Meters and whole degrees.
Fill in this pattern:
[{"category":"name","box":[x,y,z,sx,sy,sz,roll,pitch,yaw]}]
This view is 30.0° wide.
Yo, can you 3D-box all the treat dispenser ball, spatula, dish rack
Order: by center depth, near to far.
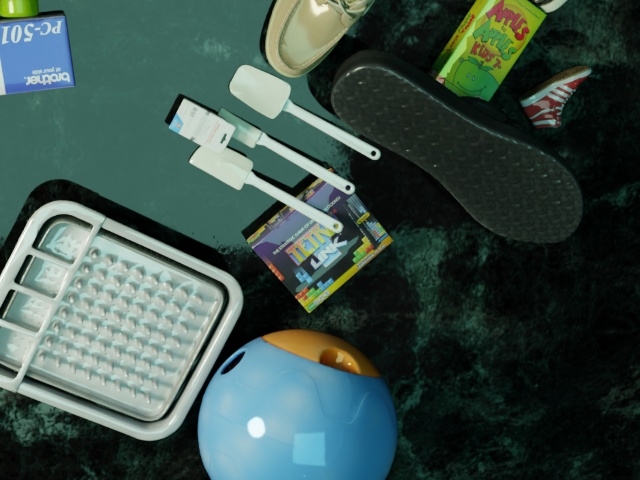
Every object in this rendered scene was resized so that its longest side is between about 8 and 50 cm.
[{"category":"spatula","box":[-0.044,-0.128,1.721,0.242,0.019,0.168,28,92,-4]},{"category":"dish rack","box":[-0.308,0.113,1.722,0.332,0.072,0.286,26,97,-20]},{"category":"treat dispenser ball","box":[-0.032,0.271,1.723,0.288,0.288,0.288,-4,107,-14]}]

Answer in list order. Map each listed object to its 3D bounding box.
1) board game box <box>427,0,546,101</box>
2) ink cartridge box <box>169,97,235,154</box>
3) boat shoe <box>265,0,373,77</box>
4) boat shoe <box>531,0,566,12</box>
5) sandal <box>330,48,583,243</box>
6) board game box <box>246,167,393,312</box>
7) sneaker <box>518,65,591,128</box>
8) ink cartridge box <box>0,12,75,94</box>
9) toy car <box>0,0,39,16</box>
[{"category":"board game box","box":[0.242,-0.284,1.766,0.092,0.043,0.181,32,96,-20]},{"category":"ink cartridge box","box":[-0.166,-0.161,1.694,0.083,0.028,0.048,28,98,-7]},{"category":"boat shoe","box":[0.031,-0.357,1.660,0.109,0.098,0.302,36,94,-21]},{"category":"boat shoe","box":[0.381,-0.440,1.737,0.068,0.081,0.228,37,97,-25]},{"category":"sandal","box":[0.219,-0.151,1.745,0.445,0.107,0.167,34,134,-21]},{"category":"board game box","box":[0.000,0.000,1.782,0.170,0.048,0.141,-41,112,0]},{"category":"sneaker","box":[0.366,-0.215,1.819,0.118,0.042,0.067,-28,107,3]},{"category":"ink cartridge box","box":[-0.439,-0.244,1.598,0.207,0.046,0.097,-9,108,-12]},{"category":"toy car","box":[-0.419,-0.353,1.493,0.148,0.188,0.155,-5,105,-13]}]
